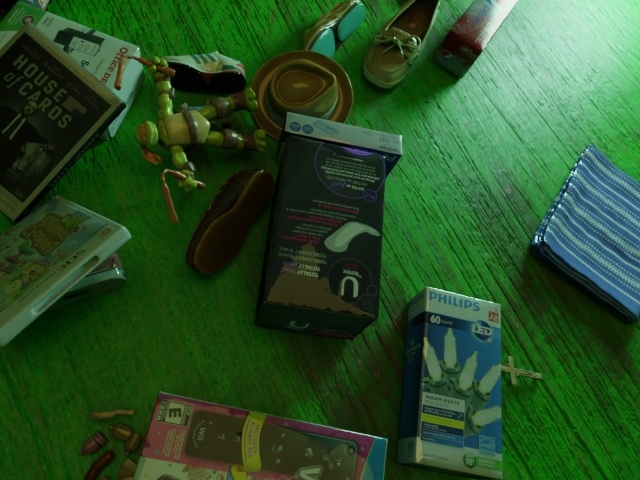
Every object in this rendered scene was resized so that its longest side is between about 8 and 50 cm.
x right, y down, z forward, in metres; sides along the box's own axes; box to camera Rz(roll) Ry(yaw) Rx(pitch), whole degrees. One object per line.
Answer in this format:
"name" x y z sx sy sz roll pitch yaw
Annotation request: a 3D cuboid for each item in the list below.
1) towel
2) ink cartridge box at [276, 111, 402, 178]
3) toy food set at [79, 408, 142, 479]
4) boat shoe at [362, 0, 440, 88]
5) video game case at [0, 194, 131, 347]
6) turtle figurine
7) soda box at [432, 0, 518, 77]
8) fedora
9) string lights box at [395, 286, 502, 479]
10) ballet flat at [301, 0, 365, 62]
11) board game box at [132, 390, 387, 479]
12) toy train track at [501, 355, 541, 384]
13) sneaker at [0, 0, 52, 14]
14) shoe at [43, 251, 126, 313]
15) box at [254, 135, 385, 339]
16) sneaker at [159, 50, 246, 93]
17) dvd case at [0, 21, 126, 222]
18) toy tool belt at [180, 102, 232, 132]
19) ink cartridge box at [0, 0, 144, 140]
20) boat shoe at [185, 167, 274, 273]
"towel" 0.582 -0.026 0.993 0.243 0.040 0.336 38 62 3
"ink cartridge box" 0.031 -0.162 0.875 0.207 0.097 0.046 9 64 -11
"toy food set" -0.271 0.283 0.636 0.077 0.019 0.122 1 74 -14
"boat shoe" 0.175 -0.438 1.044 0.104 0.089 0.285 29 62 -1
"video game case" -0.381 0.025 0.652 0.212 0.023 0.193 19 55 38
"turtle figurine" -0.201 -0.166 0.791 0.217 0.087 0.270 -15 83 -30
"soda box" 0.358 -0.486 1.113 0.083 0.092 0.263 35 62 2
"fedora" -0.033 -0.269 0.890 0.194 0.079 0.195 0 86 -6
"string lights box" 0.200 0.215 0.758 0.133 0.077 0.260 13 63 -7
"ballet flat" 0.009 -0.420 1.014 0.073 0.080 0.232 21 56 27
"board game box" -0.082 0.333 0.612 0.303 0.097 0.224 16 63 -12
"toy train track" 0.333 0.223 0.827 0.083 0.014 0.048 14 56 -15
"sneaker" -0.496 -0.470 0.870 0.350 0.131 0.148 -34 85 -20
"shoe" -0.374 0.048 0.694 0.177 0.063 0.081 -17 69 -26
"box" 0.000 0.000 0.766 0.165 0.143 0.271 10 64 -8
"sneaker" -0.218 -0.318 0.912 0.161 0.057 0.075 3 49 -12
"dvd case" -0.438 -0.174 0.729 0.179 0.029 0.239 41 86 -6
"toy tool belt" -0.201 -0.222 0.867 0.083 0.052 0.051 -9 77 -19
"ink cartridge box" -0.421 -0.278 0.813 0.208 0.087 0.153 19 63 -7
"boat shoe" -0.153 -0.035 0.790 0.073 0.073 0.207 9 52 33
